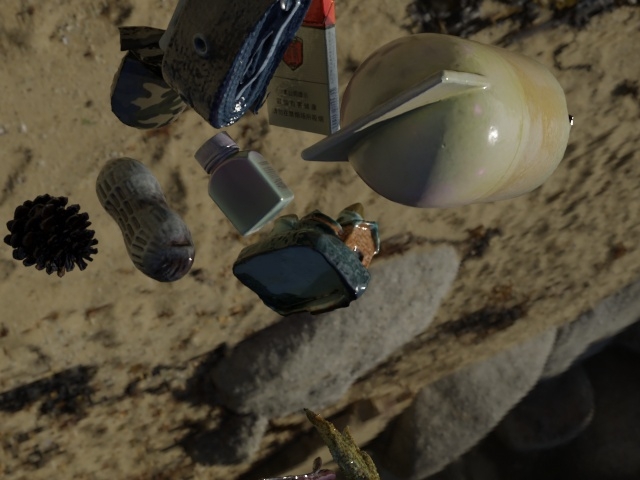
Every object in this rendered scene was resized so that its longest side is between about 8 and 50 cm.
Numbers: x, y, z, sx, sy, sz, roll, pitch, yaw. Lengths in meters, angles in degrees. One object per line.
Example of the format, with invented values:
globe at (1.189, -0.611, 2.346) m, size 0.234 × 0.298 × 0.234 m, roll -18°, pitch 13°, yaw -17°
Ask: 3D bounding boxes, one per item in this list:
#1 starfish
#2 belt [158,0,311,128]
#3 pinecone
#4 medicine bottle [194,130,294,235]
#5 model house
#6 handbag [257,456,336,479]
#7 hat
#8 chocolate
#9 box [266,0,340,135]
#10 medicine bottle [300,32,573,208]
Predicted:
starfish at (0.091, 0.497, 1.824) m, size 0.078 × 0.347 × 0.358 m, roll -33°, pitch 135°, yaw 17°
belt at (-0.103, -0.237, 1.015) m, size 0.122 × 0.128 × 0.218 m, roll -33°, pitch 165°, yaw -47°
pinecone at (-0.515, -0.003, 1.812) m, size 0.163 × 0.165 × 0.163 m, roll -46°, pitch 155°, yaw -29°
medicine bottle at (-0.098, -0.073, 1.127) m, size 0.074 × 0.118 × 0.055 m, roll -42°, pitch 175°, yaw 20°
model house at (0.000, 0.000, 1.879) m, size 0.253 × 0.184 × 0.291 m, roll -20°, pitch -154°, yaw 44°
handbag at (-0.108, 0.211, 0.589) m, size 0.203 × 0.074 × 0.216 m, roll -26°, pitch 162°, yaw 26°
hat at (-0.213, -0.310, 1.704) m, size 0.366 × 0.257 × 0.381 m, roll -33°, pitch 153°, yaw -34°
chocolate at (-0.191, -0.022, 1.009) m, size 0.072 × 0.167 × 0.072 m, roll -29°, pitch 156°, yaw -14°
box at (-0.034, -0.294, 1.468) m, size 0.139 × 0.245 × 0.035 m, roll 17°, pitch -148°, yaw 35°
medicine bottle at (0.166, -0.161, 1.265) m, size 0.236 × 0.235 × 0.406 m, roll -33°, pitch 166°, yaw 31°
